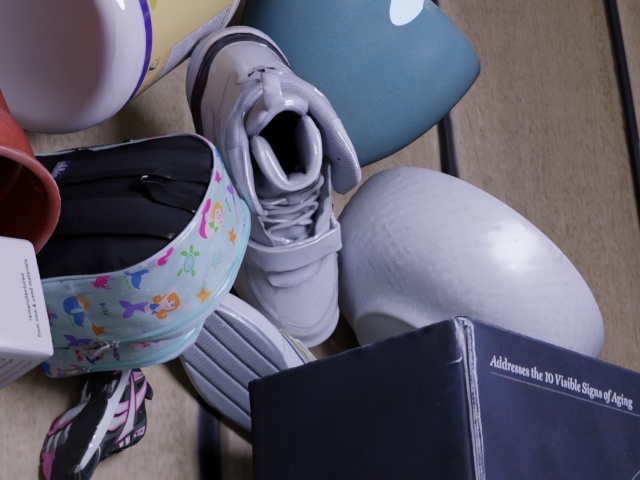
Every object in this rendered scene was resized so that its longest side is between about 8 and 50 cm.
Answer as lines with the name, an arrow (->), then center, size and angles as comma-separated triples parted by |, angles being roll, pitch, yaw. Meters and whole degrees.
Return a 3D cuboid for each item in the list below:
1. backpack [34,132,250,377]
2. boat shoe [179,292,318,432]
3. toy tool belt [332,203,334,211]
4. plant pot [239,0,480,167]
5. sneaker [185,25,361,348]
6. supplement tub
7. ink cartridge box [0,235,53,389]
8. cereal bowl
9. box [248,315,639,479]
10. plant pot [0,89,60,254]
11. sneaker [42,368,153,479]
backpack -> -0.194, 0.010, 1.884 | 0.191, 0.253, 0.225 | 60, 29, -34
boat shoe -> -0.050, 0.151, 2.093 | 0.302, 0.109, 0.094 | 49, 21, -27
toy tool belt -> 0.000, 0.000, 2.296 | 0.051, 0.052, 0.083 | 65, 24, -51
plant pot -> 0.013, -0.193, 2.293 | 0.290, 0.290, 0.195 | 39, 77, -25
sneaker -> -0.040, -0.030, 2.032 | 0.210, 0.137, 0.366 | -135, -150, -66
supplement tub -> -0.224, -0.278, 2.064 | 0.241, 0.241, 0.331 | 53, 36, -7
ink cartridge box -> -0.399, 0.073, 1.636 | 0.278, 0.201, 0.117 | 11, 57, -45
cereal bowl -> 0.139, 0.083, 2.183 | 0.339, 0.339, 0.141 | 48, 63, -14
box -> 0.195, 0.371, 1.965 | 0.480, 0.297, 0.472 | 19, 61, -46
plant pot -> -0.396, -0.112, 1.747 | 0.272, 0.272, 0.265 | 12, 48, -45
sneaker -> -0.203, 0.181, 1.904 | 0.077, 0.072, 0.178 | 52, 41, -26
